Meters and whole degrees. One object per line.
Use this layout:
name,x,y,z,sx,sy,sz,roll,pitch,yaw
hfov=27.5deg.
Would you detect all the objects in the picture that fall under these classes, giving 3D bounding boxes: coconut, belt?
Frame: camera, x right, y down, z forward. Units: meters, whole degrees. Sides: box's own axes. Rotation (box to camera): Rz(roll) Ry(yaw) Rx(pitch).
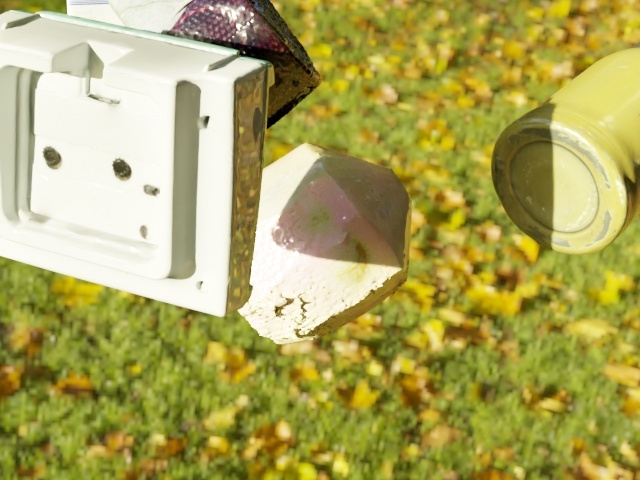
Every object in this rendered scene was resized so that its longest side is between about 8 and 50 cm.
coconut,0.000,0.000,1.599,0.245,0.233,0.233,-33,28,7
belt,-0.132,-0.224,1.367,0.184,0.164,0.289,34,19,-52

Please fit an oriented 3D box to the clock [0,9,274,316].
clock,-0.185,-0.065,1.133,0.262,0.231,0.116,15,23,20

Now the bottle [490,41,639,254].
bottle,0.362,-0.134,1.516,0.171,0.172,0.351,26,44,31

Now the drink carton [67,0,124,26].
drink carton,-0.349,-0.385,2.176,0.130,0.315,0.106,-2,7,4
